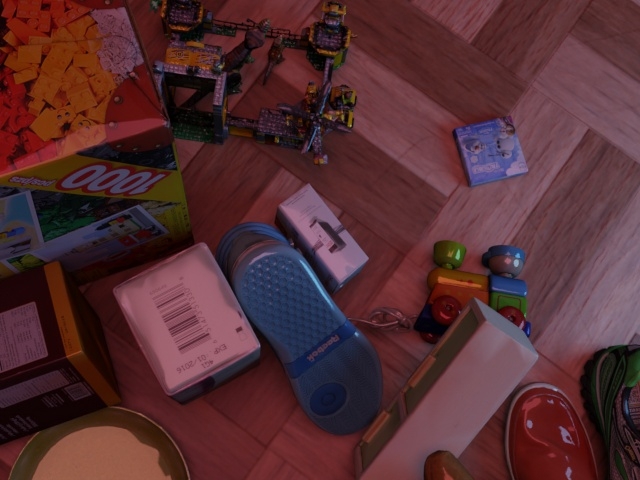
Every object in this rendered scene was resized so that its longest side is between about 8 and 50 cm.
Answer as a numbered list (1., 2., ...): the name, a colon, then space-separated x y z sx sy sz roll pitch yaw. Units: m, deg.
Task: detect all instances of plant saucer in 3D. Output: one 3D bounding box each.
1. plant saucer: -0.289 0.339 1.264 0.240 0.037 0.241 1 76 -5

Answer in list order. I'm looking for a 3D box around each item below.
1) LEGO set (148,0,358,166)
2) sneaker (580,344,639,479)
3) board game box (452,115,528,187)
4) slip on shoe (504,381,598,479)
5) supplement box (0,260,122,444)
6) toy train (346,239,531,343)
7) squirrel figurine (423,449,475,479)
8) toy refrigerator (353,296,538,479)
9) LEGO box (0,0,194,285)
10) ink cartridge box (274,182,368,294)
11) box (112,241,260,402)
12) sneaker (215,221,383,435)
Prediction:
1. LEGO set: -0.098 -0.251 1.337 0.331 0.192 0.255 16 76 -1
2. sneaker: 0.442 0.305 1.277 0.134 0.146 0.344 -14 79 -8
3. board game box: 0.251 -0.132 1.428 0.090 0.020 0.090 -14 80 -8
4. slip on shoe: 0.324 0.352 1.280 0.123 0.101 0.332 -6 76 -4
5. supplement box: -0.378 0.150 1.204 0.194 0.191 0.129 -19 63 -6
6. toy train: 0.167 0.063 1.339 0.247 0.105 0.143 10 66 -2
7. squirrel figurine: 0.117 0.502 1.081 0.281 0.397 0.370 31 47 31
8. toy refrigerator: 0.152 0.211 1.239 0.094 0.102 0.270 34 102 -8
9. LEGO box: -0.360 -0.075 1.117 0.372 0.500 0.193 -20 79 -8
10. ink cartridge box: 0.000 0.000 1.335 0.056 0.099 0.135 -37 83 -13
11. box: -0.164 0.114 1.226 0.126 0.232 0.149 -28 80 -10
12. sneaker: -0.032 0.103 1.304 0.127 0.208 0.319 -30 117 -7
